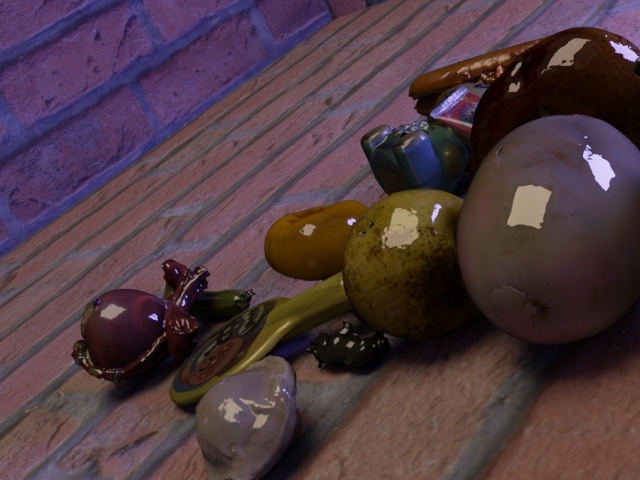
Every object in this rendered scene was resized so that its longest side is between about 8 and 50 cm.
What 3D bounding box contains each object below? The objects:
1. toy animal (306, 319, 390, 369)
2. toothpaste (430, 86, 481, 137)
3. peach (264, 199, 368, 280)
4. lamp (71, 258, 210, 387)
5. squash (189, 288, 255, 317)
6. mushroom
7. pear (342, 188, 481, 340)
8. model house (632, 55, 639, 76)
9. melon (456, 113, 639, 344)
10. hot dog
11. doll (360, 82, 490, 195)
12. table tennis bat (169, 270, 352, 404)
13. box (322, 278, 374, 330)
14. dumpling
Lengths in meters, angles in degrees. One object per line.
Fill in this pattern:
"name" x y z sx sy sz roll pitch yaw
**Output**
"toy animal" 0.030 0.143 1.222 0.136 0.047 0.065 2 44 46
"toothpaste" 0.289 -0.164 1.430 0.234 0.057 0.089 35 59 26
"peach" 0.000 0.000 1.386 0.179 0.103 0.179 -20 11 4
"lamp" -0.297 0.142 1.517 0.223 0.151 0.215 1 50 -7
"squash" -0.175 0.108 1.571 0.183 0.052 0.052 -9 27 44
"mushroom" 0.353 -0.158 1.253 0.254 0.267 0.267 -30 17 -33
"pear" 0.116 0.034 1.159 0.197 0.197 0.197 -25 20 10
"model house" 0.603 -0.189 1.080 0.297 0.317 0.282 -57 43 7
"melon" 0.269 -0.017 1.035 0.223 0.223 0.317 -16 27 30
"hot dog" 0.331 -0.269 1.692 0.349 0.158 0.117 -11 44 32
"doll" 0.225 -0.167 1.552 0.261 0.161 0.177 -34 22 -17
"table tennis bat" -0.082 0.134 1.332 0.369 0.054 0.224 -28 16 29
"box" 0.055 0.074 1.366 0.055 0.039 0.218 -30 20 -8
"dumpling" -0.079 0.217 1.096 0.136 0.118 0.199 -14 46 40
